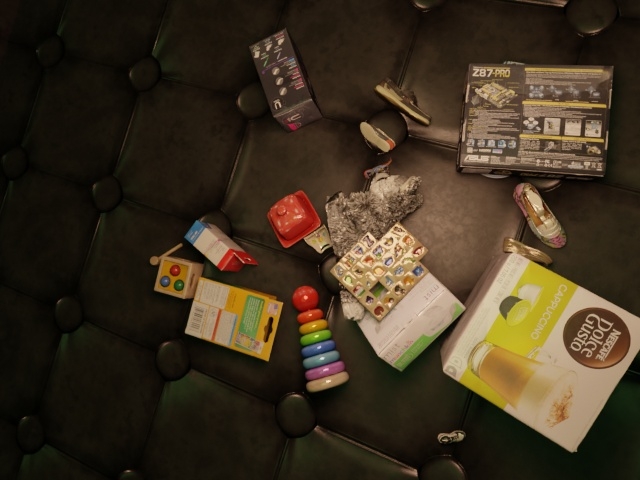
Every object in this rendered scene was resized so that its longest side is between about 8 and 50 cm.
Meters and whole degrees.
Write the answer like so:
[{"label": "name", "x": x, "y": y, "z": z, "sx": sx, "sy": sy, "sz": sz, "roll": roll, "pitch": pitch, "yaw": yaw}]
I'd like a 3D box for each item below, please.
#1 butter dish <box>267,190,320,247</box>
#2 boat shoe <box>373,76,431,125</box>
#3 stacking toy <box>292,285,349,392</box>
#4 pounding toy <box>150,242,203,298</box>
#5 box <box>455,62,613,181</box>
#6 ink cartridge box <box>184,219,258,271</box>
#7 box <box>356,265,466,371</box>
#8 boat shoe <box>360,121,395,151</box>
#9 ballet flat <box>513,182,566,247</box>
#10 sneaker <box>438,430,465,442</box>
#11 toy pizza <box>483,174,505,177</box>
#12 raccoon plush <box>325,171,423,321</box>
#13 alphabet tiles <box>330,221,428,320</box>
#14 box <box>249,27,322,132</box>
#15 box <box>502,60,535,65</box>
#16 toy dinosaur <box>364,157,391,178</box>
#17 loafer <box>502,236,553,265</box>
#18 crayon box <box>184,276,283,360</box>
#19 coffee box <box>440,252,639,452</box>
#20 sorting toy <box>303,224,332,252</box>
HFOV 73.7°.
[{"label": "butter dish", "x": -0.107, "y": -0.085, "z": 1.426, "sx": 0.159, "sy": 0.118, "sz": 0.160, "roll": -33, "pitch": 66, "yaw": 9}, {"label": "boat shoe", "x": 0.276, "y": -0.457, "z": 1.388, "sx": 0.223, "sy": 0.080, "sz": 0.073, "roll": 40, "pitch": 101, "yaw": 19}, {"label": "stacking toy", "x": -0.018, "y": 0.309, "z": 1.385, "sx": 0.141, "sy": 0.141, "sz": 0.331, "roll": -20, "pitch": 74, "yaw": 12}, {"label": "pounding toy", "x": -0.541, "y": 0.097, "z": 1.545, "sx": 0.205, "sy": 0.094, "sz": 0.181, "roll": 12, "pitch": 89, "yaw": 15}, {"label": "box", "x": 0.617, "y": -0.348, "z": 1.254, "sx": 0.393, "sy": 0.097, "sz": 0.319, "roll": 5, "pitch": 88, "yaw": 11}, {"label": "ink cartridge box", "x": -0.339, "y": 0.035, "z": 1.476, "sx": 0.231, "sy": 0.134, "sz": 0.078, "roll": 39, "pitch": 95, "yaw": 15}, {"label": "box", "x": 0.243, "y": 0.198, "z": 1.255, "sx": 0.262, "sy": 0.126, "sz": 0.231, "roll": -47, "pitch": 32, "yaw": 6}, {"label": "boat shoe", "x": 0.190, "y": -0.348, "z": 1.421, "sx": 0.137, "sy": 0.049, "sz": 0.043, "roll": 44, "pitch": 54, "yaw": 16}, {"label": "ballet flat", "x": 0.649, "y": -0.075, "z": 1.260, "sx": 0.076, "sy": 0.079, "sz": 0.222, "roll": -30, "pitch": 79, "yaw": 9}, {"label": "sneaker", "x": 0.398, "y": 0.599, "z": 1.290, "sx": 0.083, "sy": 0.037, "sz": 0.032, "roll": -17, "pitch": 80, "yaw": 11}, {"label": "toy pizza", "x": 0.548, "y": -0.291, "z": 1.326, "sx": 0.201, "sy": 0.032, "sz": 0.202, "roll": -1, "pitch": 86, "yaw": 10}, {"label": "raccoon plush", "x": 0.193, "y": 0.003, "z": 1.313, "sx": 0.298, "sy": 0.216, "sz": 0.448, "roll": -10, "pitch": 85, "yaw": 8}, {"label": "alphabet tiles", "x": 0.177, "y": 0.072, "z": 1.201, "sx": 0.198, "sy": 0.009, "sz": 0.237, "roll": 45, "pitch": 91, "yaw": 8}, {"label": "box", "x": -0.114, "y": -0.535, "z": 1.450, "sx": 0.143, "sy": 0.165, "sz": 0.271, "roll": -21, "pitch": 80, "yaw": 11}, {"label": "box", "x": 0.624, "y": -0.500, "z": 1.328, "sx": 0.136, "sy": 0.027, "sz": 0.094, "roll": 16, "pitch": 90, "yaw": 15}, {"label": "toy dinosaur", "x": 0.189, "y": -0.232, "z": 1.424, "sx": 0.082, "sy": 0.047, "sz": 0.090, "roll": 7, "pitch": 54, "yaw": 24}, {"label": "loafer", "x": 0.613, "y": 0.041, "z": 1.274, "sx": 0.147, "sy": 0.056, "sz": 0.050, "roll": 29, "pitch": 94, "yaw": 25}, {"label": "crayon box", "x": -0.286, "y": 0.264, "z": 1.471, "sx": 0.322, "sy": 0.083, "sz": 0.203, "roll": 14, "pitch": 89, "yaw": 16}, {"label": "coffee box", "x": 0.546, "y": 0.259, "z": 1.124, "sx": 0.334, "sy": 0.338, "sz": 0.338, "roll": 31, "pitch": 94, "yaw": 14}, {"label": "sorting toy", "x": 0.000, "y": 0.000, "z": 1.443, "sx": 0.083, "sy": 0.045, "sz": 0.075, "roll": -33, "pitch": 86, "yaw": 8}]
